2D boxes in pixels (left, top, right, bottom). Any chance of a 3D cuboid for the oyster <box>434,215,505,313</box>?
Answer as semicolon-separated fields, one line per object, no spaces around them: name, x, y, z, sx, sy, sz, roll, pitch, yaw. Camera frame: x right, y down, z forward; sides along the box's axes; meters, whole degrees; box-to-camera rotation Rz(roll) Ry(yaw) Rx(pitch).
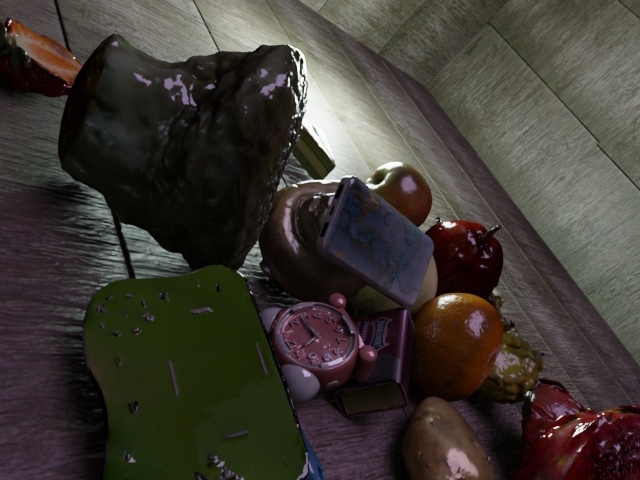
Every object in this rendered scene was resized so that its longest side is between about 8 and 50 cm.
oyster;0.426;0.090;1.745;0.221;0.096;0.361;16;38;-54

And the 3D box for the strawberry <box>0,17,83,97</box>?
strawberry;-0.457;-0.287;0.983;0.187;0.082;0.146;6;51;-62

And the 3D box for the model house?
model house;-0.157;0.193;0.709;0.207;0.154;0.294;-9;51;-21

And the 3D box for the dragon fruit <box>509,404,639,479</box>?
dragon fruit;0.484;0.477;1.043;0.371;0.249;0.386;-22;91;-21

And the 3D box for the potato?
potato;0.214;0.359;0.992;0.161;0.128;0.235;50;20;-1

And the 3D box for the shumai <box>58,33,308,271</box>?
shumai;-0.208;-0.141;0.898;0.323;0.397;0.324;19;50;-4

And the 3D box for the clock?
clock;-0.017;0.172;0.941;0.162;0.093;0.166;-9;48;-26

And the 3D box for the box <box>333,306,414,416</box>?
box;0.099;0.207;1.051;0.224;0.120;0.069;-68;141;-64

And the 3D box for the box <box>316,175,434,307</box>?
box;0.104;0.009;1.047;0.044;0.142;0.285;11;-16;44

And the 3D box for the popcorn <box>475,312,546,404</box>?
popcorn;0.396;0.265;1.354;0.189;0.169;0.218;50;20;5

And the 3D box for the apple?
apple;0.199;-0.106;1.579;0.174;0.188;0.188;41;26;-22

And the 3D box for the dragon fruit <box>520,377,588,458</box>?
dragon fruit;0.510;0.408;1.231;0.218;0.148;0.224;-8;100;-53

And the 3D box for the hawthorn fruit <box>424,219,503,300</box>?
hawthorn fruit;0.360;0.037;1.509;0.230;0.266;0.210;28;39;-6

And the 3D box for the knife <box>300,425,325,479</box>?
knife;-0.053;0.226;0.807;0.244;0.032;0.058;67;14;-2

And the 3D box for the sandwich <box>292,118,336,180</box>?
sandwich;-0.040;-0.236;1.536;0.113;0.079;0.163;23;35;-35

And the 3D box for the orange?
orange;0.262;0.208;1.195;0.170;0.224;0.224;27;16;28

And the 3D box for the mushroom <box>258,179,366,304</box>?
mushroom;0.000;0.000;1.102;0.255;0.184;0.255;7;72;-23

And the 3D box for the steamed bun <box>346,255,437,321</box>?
steamed bun;0.130;0.049;1.273;0.232;0.166;0.273;27;32;-37
